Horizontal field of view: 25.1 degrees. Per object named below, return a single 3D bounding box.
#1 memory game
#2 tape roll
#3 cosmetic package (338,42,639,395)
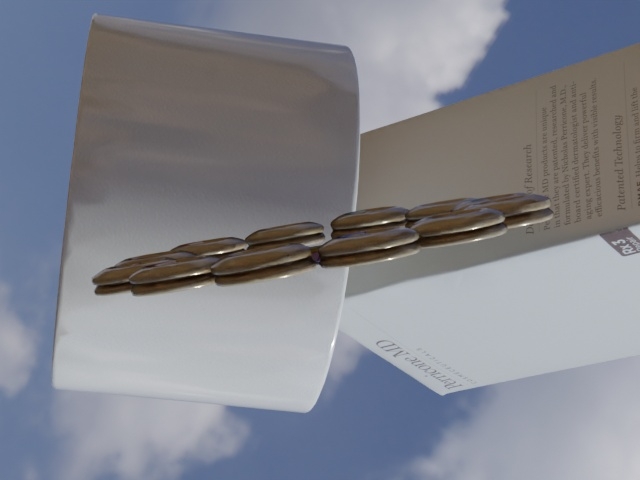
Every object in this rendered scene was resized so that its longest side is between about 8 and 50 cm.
[{"bbox_3d":[0.000,0.000,0.579,0.186,0.186,0.012,-4,-83,55],"label":"memory game"},{"bbox_3d":[-0.077,-0.016,0.938,0.246,0.169,0.246,-174,-90,-83],"label":"tape roll"},{"bbox_3d":[0.201,-0.014,1.097,0.385,0.217,0.156,-19,-125,33],"label":"cosmetic package"}]
